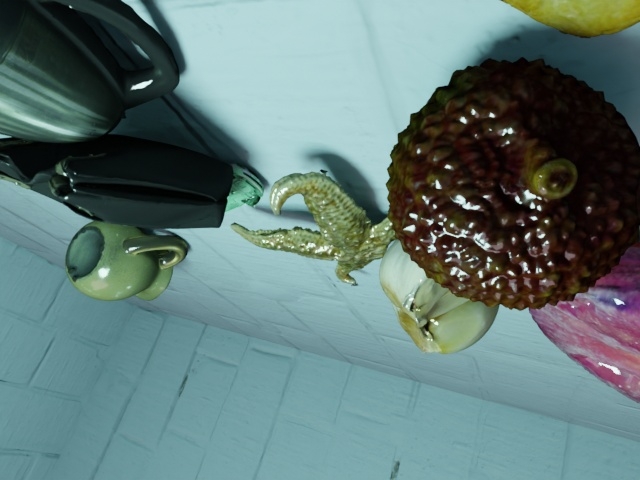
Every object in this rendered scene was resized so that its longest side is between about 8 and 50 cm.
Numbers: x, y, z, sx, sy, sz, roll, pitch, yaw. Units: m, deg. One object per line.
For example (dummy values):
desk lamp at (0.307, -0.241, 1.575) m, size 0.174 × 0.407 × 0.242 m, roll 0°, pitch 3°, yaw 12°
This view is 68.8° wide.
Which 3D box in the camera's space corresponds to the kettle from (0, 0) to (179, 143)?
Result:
kettle at (-0.344, -0.228, 0.577) m, size 0.207 × 0.251 × 0.271 m, roll 49°, pitch -176°, yaw 20°

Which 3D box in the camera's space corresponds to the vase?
vase at (-0.549, 0.058, 1.403) m, size 0.329 × 0.241 × 0.302 m, roll -20°, pitch 156°, yaw 20°

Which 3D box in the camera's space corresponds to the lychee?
lychee at (0.177, -0.050, 0.466) m, size 0.236 × 0.236 × 0.271 m, roll 21°, pitch 179°, yaw -4°

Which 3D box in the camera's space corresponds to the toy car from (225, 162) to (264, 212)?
toy car at (-0.209, -0.093, 0.886) m, size 0.224 × 0.076 × 0.090 m, roll -17°, pitch 145°, yaw 28°

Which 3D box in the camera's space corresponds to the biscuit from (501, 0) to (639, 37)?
biscuit at (0.146, -0.224, 0.328) m, size 0.247 × 0.029 × 0.118 m, roll 24°, pitch 165°, yaw -12°

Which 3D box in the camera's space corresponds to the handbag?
handbag at (-0.337, -0.095, 0.729) m, size 0.342 × 0.152 × 0.288 m, roll 14°, pitch -173°, yaw 28°

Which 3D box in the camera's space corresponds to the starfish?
starfish at (0.000, 0.000, 0.881) m, size 0.324 × 0.082 × 0.432 m, roll 11°, pitch 162°, yaw -16°

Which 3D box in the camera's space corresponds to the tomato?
tomato at (0.457, 0.096, 0.652) m, size 0.289 × 0.176 × 0.335 m, roll 27°, pitch 165°, yaw 44°

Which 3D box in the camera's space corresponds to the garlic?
garlic at (0.204, 0.065, 0.792) m, size 0.281 × 0.203 × 0.185 m, roll 57°, pitch 174°, yaw -36°
